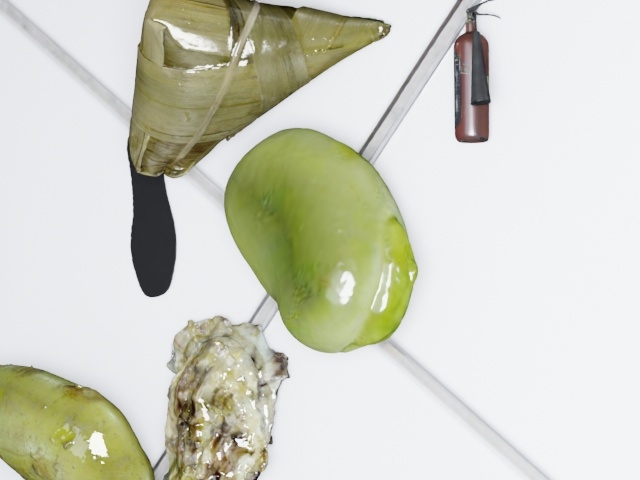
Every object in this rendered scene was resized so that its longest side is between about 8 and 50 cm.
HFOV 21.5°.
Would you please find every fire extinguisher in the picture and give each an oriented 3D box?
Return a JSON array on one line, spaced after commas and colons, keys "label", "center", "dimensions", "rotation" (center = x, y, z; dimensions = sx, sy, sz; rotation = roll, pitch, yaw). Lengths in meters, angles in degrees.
[{"label": "fire extinguisher", "center": [0.104, -0.118, 1.151], "dimensions": [0.032, 0.046, 0.100], "rotation": [0, 89, 18]}]

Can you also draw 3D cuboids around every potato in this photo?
[{"label": "potato", "center": [-0.202, 0.151, 1.301], "dimensions": [0.188, 0.085, 0.105], "rotation": [20, 120, 33]}]

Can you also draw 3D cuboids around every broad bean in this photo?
[{"label": "broad bean", "center": [0.000, 0.000, 1.186], "dimensions": [0.124, 0.082, 0.174], "rotation": [-39, 71, 26]}]

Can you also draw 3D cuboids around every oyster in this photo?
[{"label": "oyster", "center": [-0.075, 0.136, 1.244], "dimensions": [0.108, 0.053, 0.165], "rotation": [-4, 79, 20]}]

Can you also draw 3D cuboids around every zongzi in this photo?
[{"label": "zongzi", "center": [-0.050, -0.109, 1.244], "dimensions": [0.160, 0.176, 0.078], "rotation": [106, 165, -45]}]

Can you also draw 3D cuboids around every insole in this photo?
[{"label": "insole", "center": [-0.133, -0.023, 1.312], "dimensions": [0.045, 0.002, 0.135], "rotation": [-11, 82, 29]}]
